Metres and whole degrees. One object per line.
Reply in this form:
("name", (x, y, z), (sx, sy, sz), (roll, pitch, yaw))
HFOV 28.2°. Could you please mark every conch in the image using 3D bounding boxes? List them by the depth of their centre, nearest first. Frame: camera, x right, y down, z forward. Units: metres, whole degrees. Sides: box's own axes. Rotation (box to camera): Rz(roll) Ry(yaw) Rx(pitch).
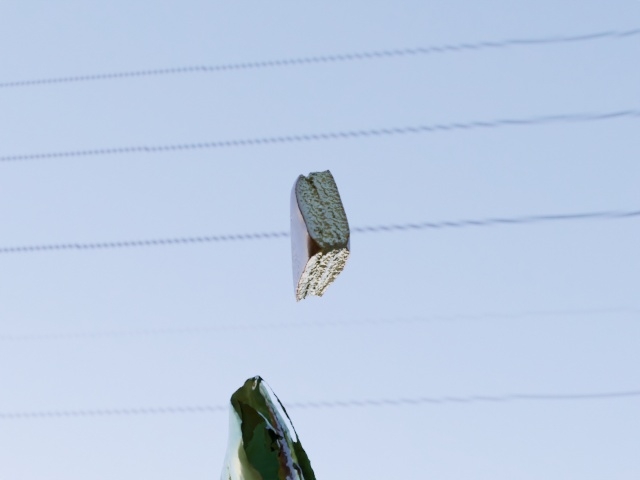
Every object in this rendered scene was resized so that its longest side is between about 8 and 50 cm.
("conch", (-0.035, 0.266, 1.161), (0.137, 0.143, 0.251), (12, -54, 10))

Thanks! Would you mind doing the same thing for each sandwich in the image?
("sandwich", (0.000, 0.000, 0.788), (0.030, 0.044, 0.083), (-6, -79, -20))
